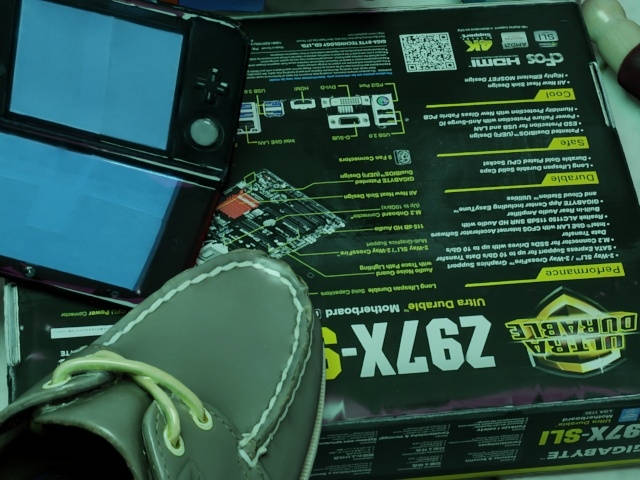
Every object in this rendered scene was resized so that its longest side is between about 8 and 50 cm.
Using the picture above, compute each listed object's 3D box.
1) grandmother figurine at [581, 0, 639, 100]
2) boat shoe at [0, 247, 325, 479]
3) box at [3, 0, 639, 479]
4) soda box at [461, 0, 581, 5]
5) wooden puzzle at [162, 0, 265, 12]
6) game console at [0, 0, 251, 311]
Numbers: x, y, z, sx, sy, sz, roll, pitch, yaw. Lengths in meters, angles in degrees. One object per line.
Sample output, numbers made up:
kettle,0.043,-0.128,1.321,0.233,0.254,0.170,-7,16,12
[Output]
grandmother figurine,0.255,-0.123,1.013,0.207,0.104,0.342,-17,56,17
boat shoe,-0.089,0.105,0.705,0.116,0.097,0.324,26,49,17
box,0.000,0.000,0.909,0.322,0.079,0.257,-5,56,-8
soda box,0.095,-0.196,1.047,0.063,0.058,0.183,-9,42,-12
wooden puzzle,-0.141,-0.222,1.021,0.347,0.080,0.322,7,36,-5
game console,-0.117,-0.050,0.841,0.144,0.124,0.085,14,27,6
